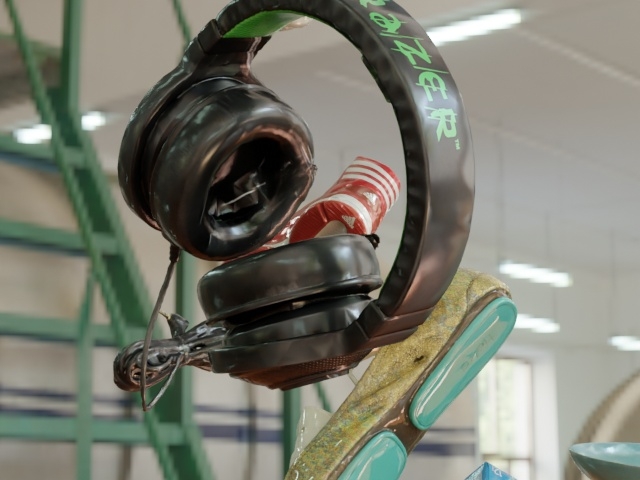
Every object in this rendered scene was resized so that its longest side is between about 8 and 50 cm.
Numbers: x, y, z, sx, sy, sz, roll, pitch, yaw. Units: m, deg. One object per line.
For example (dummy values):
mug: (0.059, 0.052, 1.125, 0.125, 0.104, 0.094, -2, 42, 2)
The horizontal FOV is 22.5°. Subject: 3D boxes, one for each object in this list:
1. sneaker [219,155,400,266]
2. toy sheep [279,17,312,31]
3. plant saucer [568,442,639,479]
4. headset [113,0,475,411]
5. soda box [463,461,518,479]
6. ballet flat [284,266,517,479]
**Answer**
sneaker: (0.000, 0.000, 1.501, 0.221, 0.087, 0.128, -29, 10, 45)
toy sheep: (-0.029, -0.221, 1.345, 0.091, 0.132, 0.091, 17, 23, -8)
plant saucer: (0.478, 0.302, 2.075, 0.317, 0.044, 0.317, 5, -1, 0)
headset: (-0.027, -0.006, 1.115, 0.185, 0.243, 0.394, -9, -28, -45)
soda box: (0.126, 0.314, 1.605, 0.071, 0.067, 0.210, 31, -55, -19)
ballet flat: (0.047, 0.162, 1.510, 0.123, 0.348, 0.123, 36, -15, 11)
